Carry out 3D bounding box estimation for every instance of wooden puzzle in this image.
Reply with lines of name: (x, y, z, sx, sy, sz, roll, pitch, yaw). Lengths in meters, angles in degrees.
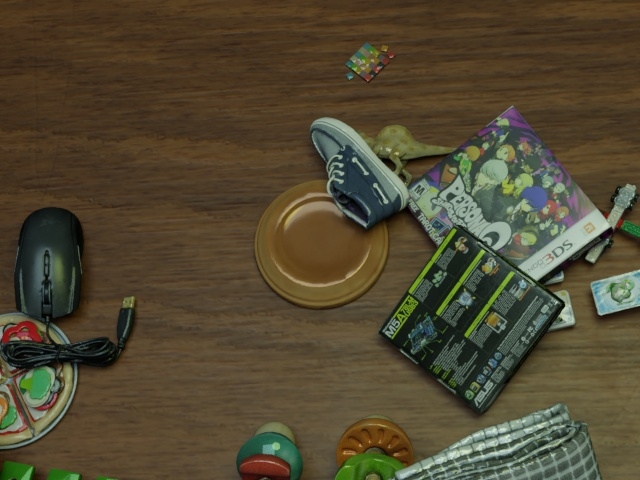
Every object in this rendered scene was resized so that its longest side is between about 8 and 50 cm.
wooden puzzle: (0.073, -0.277, 1.743, 0.049, 0.006, 0.083, 41, 79, 18)

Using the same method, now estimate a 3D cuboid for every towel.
towel: (0.213, 0.356, 1.361, 0.284, 0.121, 0.235, -22, 112, -5)

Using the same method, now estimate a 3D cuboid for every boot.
boot: (0.035, -0.100, 1.610, 0.190, 0.069, 0.086, 42, 50, 20)

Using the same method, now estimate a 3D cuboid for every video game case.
video game case: (0.259, -0.040, 1.587, 0.210, 0.042, 0.232, -37, 68, 8)

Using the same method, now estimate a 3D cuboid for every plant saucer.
plant saucer: (0.000, 0.000, 1.632, 0.200, 0.037, 0.200, -2, 69, 6)

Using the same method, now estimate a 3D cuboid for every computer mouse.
computer mouse: (-0.359, 0.060, 1.629, 0.184, 0.060, 0.262, 4, 63, -5)

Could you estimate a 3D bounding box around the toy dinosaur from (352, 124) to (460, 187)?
toy dinosaur: (0.117, -0.128, 1.658, 0.183, 0.053, 0.092, 9, 69, 10)

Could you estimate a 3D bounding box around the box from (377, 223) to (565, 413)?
box: (0.204, 0.106, 1.529, 0.184, 0.045, 0.190, 38, 101, 20)

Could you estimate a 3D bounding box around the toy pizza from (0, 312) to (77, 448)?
toy pizza: (-0.450, 0.198, 1.613, 0.201, 0.032, 0.201, -2, 69, 6)

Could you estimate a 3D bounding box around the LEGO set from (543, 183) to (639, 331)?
LEGO set: (0.385, 0.025, 1.582, 0.244, 0.060, 0.182, -16, 68, 13)

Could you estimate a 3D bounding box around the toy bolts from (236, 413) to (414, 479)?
toy bolts: (-0.001, 0.325, 1.486, 0.229, 0.158, 0.218, 10, 111, 0)

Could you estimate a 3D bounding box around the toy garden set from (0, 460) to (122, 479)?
toy garden set: (-0.331, 0.419, 1.510, 0.244, 0.049, 0.203, 8, 69, 9)
